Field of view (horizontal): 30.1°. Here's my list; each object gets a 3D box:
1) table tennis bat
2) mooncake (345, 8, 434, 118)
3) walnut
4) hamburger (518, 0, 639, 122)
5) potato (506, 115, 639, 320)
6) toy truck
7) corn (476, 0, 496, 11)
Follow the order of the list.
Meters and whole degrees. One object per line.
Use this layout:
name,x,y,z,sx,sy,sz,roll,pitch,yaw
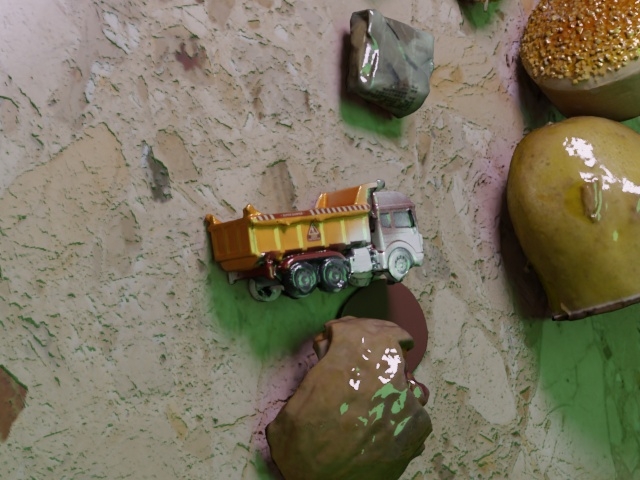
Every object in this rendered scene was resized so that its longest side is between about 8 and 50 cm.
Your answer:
table tennis bat,0.056,0.143,1.558,0.246,0.022,0.138,-34,101,-40
mooncake,0.088,-0.241,1.635,0.125,0.073,0.130,18,67,-31
walnut,0.046,0.218,1.435,0.204,0.141,0.238,-13,100,-36
hamburger,0.446,-0.310,1.808,0.302,0.302,0.170,-53,123,-34
potato,0.467,-0.059,1.747,0.397,0.290,0.296,-17,88,-11
toy truck,0.000,0.000,1.489,0.270,0.114,0.135,-7,89,-37
corn,0.288,-0.477,1.834,0.101,0.101,0.310,43,57,-23
